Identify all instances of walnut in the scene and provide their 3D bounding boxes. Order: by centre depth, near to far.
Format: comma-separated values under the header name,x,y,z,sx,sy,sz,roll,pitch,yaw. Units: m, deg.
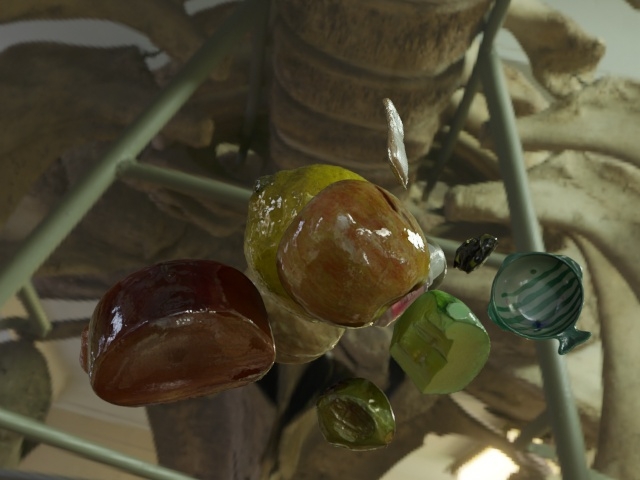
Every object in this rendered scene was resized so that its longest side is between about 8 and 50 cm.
name,x,y,z,sx,sy,sz,roll,pitch,yaw
walnut,-0.091,0.205,2.790,0.381,0.381,0.381,11,-26,5

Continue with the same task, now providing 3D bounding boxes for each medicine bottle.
name,x,y,z,sx,sy,sz,roll,pitch,yaw
medicine bottle,0.197,0.106,2.294,0.147,0.247,0.147,38,-33,31

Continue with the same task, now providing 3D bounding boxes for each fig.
name,x,y,z,sx,sy,sz,roll,pitch,yaw
fig,0.069,0.338,1.741,0.166,0.144,0.154,20,-9,42

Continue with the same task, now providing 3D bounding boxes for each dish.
name,x,y,z,sx,sy,sz,roll,pitch,yaw
dish,0.481,0.140,1.963,0.224,0.246,0.078,-33,-23,-1

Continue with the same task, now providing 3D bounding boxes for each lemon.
name,x,y,z,sx,sy,sz,roll,pitch,yaw
lemon,0.000,0.000,1.989,0.387,0.350,0.350,51,-37,-15

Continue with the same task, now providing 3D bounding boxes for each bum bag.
name,x,y,z,sx,sy,sz,roll,pitch,yaw
bum bag,0.362,0.032,2.122,0.060,0.106,0.232,44,-1,2

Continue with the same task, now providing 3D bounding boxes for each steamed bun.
name,x,y,z,sx,sy,sz,roll,pitch,yaw
steamed bun,-0.291,0.180,1.849,0.380,0.235,0.248,-9,-52,-8

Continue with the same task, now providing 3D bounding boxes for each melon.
name,x,y,z,sx,sy,sz,roll,pitch,yaw
melon,0.242,0.185,1.752,0.196,0.124,0.323,44,-28,12

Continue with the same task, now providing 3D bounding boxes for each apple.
name,x,y,z,sx,sy,sz,roll,pitch,yaw
apple,0.063,0.033,1.589,0.264,0.264,0.264,11,-26,5

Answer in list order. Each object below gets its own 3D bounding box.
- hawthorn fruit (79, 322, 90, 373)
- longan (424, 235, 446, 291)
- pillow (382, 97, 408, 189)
name,x,y,z,sx,sy,sz,roll,pitch,yaw
hawthorn fruit,-0.518,0.276,2.291,0.189,0.189,0.189,11,-26,5
longan,0.273,0.075,2.634,0.197,0.196,0.220,21,2,-14
pillow,0.174,-0.227,2.096,0.034,0.211,0.135,-15,-39,18
